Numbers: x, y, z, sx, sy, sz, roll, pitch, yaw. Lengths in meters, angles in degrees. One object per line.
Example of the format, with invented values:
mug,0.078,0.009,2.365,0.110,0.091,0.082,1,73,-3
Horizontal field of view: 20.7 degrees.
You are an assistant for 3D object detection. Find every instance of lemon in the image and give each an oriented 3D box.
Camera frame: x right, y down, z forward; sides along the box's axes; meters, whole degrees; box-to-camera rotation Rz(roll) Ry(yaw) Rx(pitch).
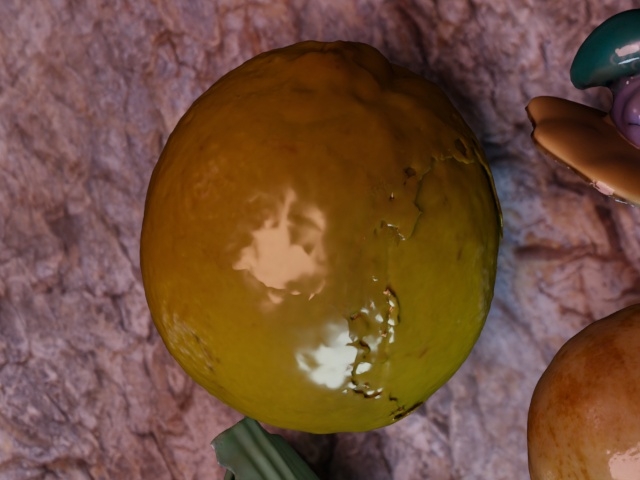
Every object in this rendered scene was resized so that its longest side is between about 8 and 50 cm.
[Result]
lemon,0.000,0.000,1.340,0.297,0.297,0.297,8,108,24

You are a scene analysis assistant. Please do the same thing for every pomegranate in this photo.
pomegranate,0.253,0.151,1.302,0.207,0.207,0.207,8,108,24

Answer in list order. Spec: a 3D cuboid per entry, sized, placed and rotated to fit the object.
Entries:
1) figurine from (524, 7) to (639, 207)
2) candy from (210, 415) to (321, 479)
figurine,0.251,-0.166,1.227,0.208,0.181,0.257,41,114,34
candy,-0.073,0.337,1.546,0.263,0.172,0.398,51,132,10
